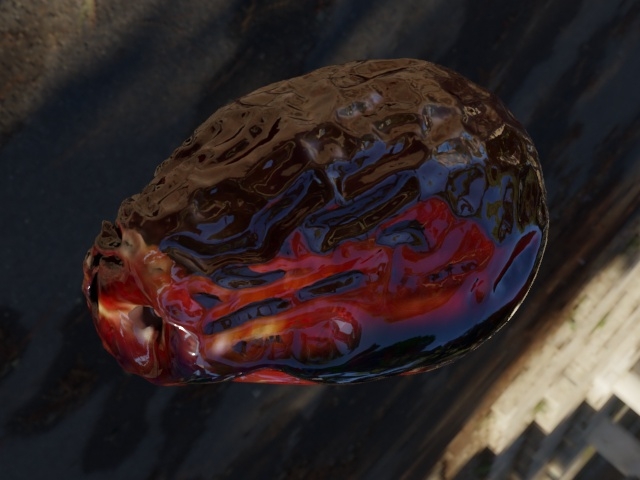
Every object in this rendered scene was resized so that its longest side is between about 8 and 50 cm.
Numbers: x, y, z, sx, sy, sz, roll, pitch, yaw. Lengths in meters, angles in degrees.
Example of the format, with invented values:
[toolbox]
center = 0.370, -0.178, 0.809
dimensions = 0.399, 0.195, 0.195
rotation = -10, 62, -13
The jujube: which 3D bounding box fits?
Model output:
[jujube]
center = 0.000, 0.000, 0.501
dimensions = 0.236, 0.168, 0.168
rotation = -22, 147, -43
